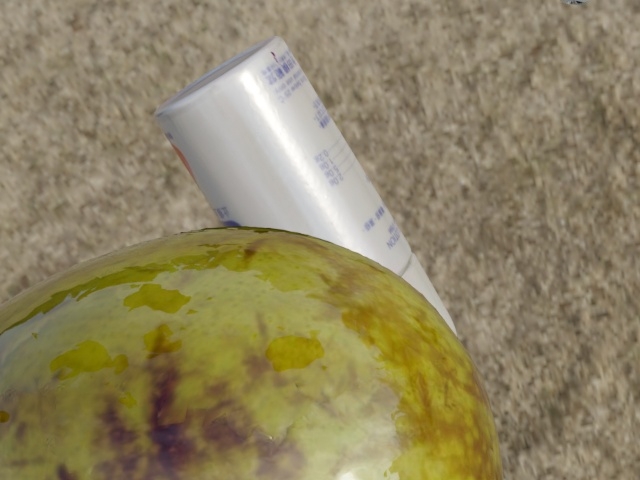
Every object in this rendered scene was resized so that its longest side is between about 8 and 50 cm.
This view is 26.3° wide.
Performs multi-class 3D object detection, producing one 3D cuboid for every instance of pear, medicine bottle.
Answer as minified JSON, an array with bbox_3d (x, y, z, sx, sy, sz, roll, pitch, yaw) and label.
[{"bbox_3d":[-0.052,0.123,0.663,0.284,0.283,0.283,-9,51,12],"label":"pear"},{"bbox_3d":[0.000,0.000,1.184,0.130,0.341,0.130,-31,13,8],"label":"medicine bottle"}]

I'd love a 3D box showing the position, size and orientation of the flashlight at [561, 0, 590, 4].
[{"bbox_3d":[0.253,-0.346,1.447,0.047,0.200,0.093,-24,17,-34],"label":"flashlight"}]
